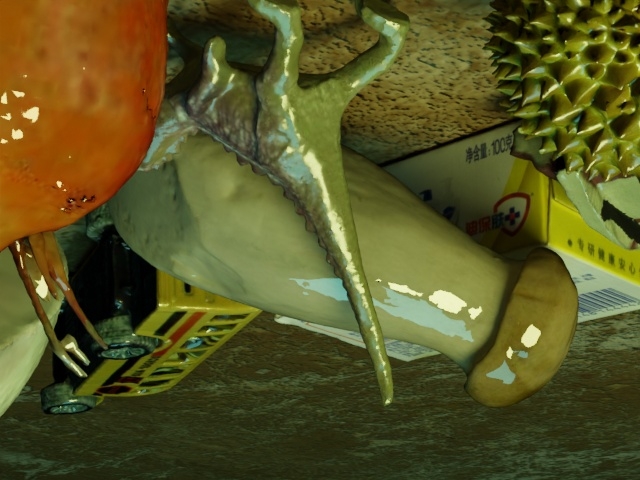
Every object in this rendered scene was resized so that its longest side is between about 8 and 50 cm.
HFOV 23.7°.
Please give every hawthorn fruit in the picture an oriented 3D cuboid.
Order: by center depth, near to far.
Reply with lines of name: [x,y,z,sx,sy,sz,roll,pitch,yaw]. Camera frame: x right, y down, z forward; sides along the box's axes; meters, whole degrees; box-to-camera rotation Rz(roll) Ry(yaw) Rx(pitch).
hawthorn fruit: [-0.156,-0.079,0.663,0.211,0.299,0.211,-15,-177,1]

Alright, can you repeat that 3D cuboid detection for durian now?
durian: [0.162,-0.108,0.748,0.208,0.146,0.102,-23,161,38]

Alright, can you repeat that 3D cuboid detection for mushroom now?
mushroom: [0.000,0.000,0.998,0.350,0.128,0.128,25,162,11]

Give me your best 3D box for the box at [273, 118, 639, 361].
box: [0.111,0.007,1.134,0.168,0.097,0.265,20,152,-41]

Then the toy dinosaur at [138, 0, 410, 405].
toy dinosaur: [-0.017,-0.050,0.896,0.251,0.072,0.199,29,120,-3]

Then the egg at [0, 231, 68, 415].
egg: [-0.328,0.059,0.960,0.337,0.337,0.201,9,118,-19]

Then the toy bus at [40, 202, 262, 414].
toy bus: [-0.148,0.053,1.258,0.123,0.121,0.335,2,160,-22]

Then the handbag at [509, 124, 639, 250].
handbag: [0.265,-0.033,0.962,0.235,0.127,0.213,3,-175,-38]
